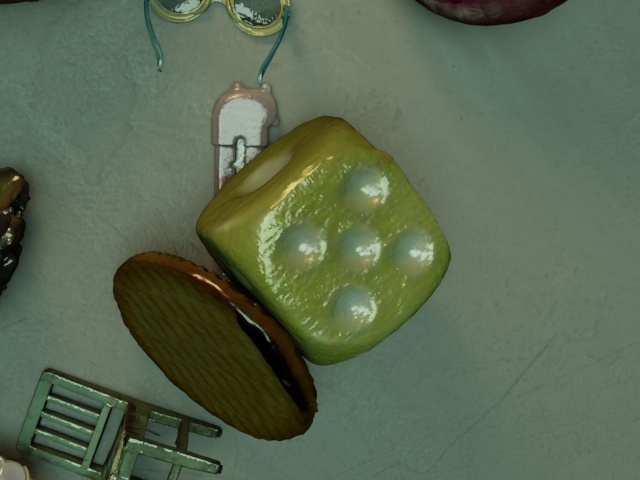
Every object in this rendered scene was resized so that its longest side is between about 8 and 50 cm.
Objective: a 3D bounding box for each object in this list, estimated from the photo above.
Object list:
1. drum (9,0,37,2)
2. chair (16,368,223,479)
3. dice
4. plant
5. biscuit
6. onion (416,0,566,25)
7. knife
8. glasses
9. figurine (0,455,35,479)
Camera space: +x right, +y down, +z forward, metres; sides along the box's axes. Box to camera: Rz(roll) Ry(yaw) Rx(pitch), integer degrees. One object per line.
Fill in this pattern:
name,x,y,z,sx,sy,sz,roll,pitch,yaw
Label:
drum,-0.411,-0.483,1.084,0.431,0.214,0.431,-1,102,-5
chair,-0.280,0.296,1.280,0.270,0.147,0.136,21,99,-10
dice,0.000,0.000,1.175,0.227,0.238,0.233,-41,108,-9
plant,-0.470,0.000,1.186,0.178,0.204,0.234,21,109,-18
biscuit,-0.137,0.137,1.201,0.318,0.318,0.040,50,56,-11
onion,0.224,-0.441,1.136,0.347,0.285,0.348,14,114,34
knife,-0.114,-0.015,1.286,0.132,0.038,0.399,1,100,-7
glasses,-0.135,-0.253,1.169,0.189,0.221,0.088,8,139,-7
figurine,-0.466,0.323,1.286,0.162,0.141,0.237,-22,108,38
